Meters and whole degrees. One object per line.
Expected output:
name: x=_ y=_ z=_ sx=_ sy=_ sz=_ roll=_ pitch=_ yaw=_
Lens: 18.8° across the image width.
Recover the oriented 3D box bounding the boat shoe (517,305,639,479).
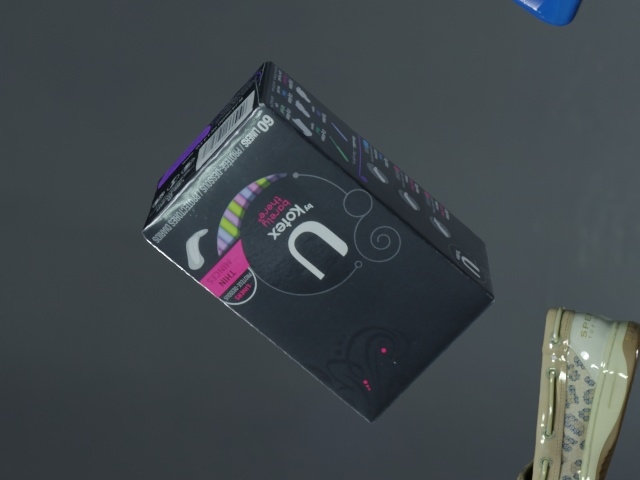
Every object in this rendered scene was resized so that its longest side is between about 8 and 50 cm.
boat shoe: x=0.214 y=0.190 z=1.731 sx=0.089 sy=0.285 sz=0.104 roll=17 pitch=-159 yaw=9

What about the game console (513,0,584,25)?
game console: x=0.137 y=-0.346 z=1.492 sx=0.293 sy=0.173 sz=0.250 roll=37 pitch=165 yaw=8

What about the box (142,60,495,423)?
box: x=0.000 y=0.000 z=1.700 sx=0.270 sy=0.165 sz=0.143 roll=39 pitch=-163 yaw=-13
